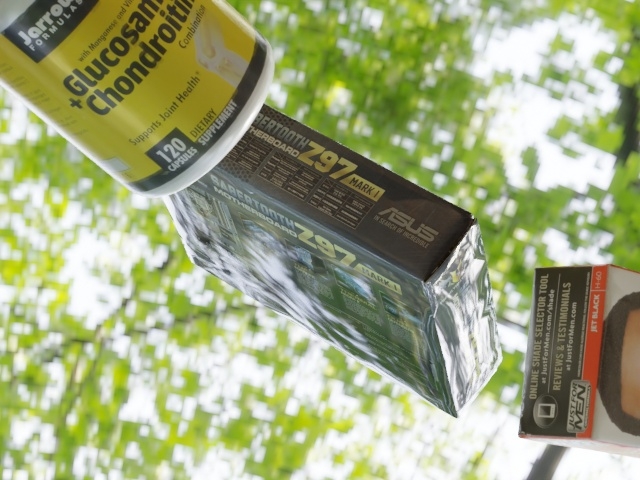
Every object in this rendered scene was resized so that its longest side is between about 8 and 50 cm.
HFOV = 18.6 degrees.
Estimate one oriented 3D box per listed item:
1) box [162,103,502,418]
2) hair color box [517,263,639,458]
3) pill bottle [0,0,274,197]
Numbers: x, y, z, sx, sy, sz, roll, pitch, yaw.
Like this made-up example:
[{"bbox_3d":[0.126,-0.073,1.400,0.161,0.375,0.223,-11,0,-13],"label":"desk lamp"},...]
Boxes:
[{"bbox_3d":[0.000,0.000,1.235,0.233,0.183,0.059,29,-111,25],"label":"box"},{"bbox_3d":[0.147,0.056,0.808,0.141,0.043,0.072,13,-100,-39],"label":"hair color box"},{"bbox_3d":[-0.117,-0.111,0.934,0.184,0.103,0.103,40,-136,-27],"label":"pill bottle"}]
